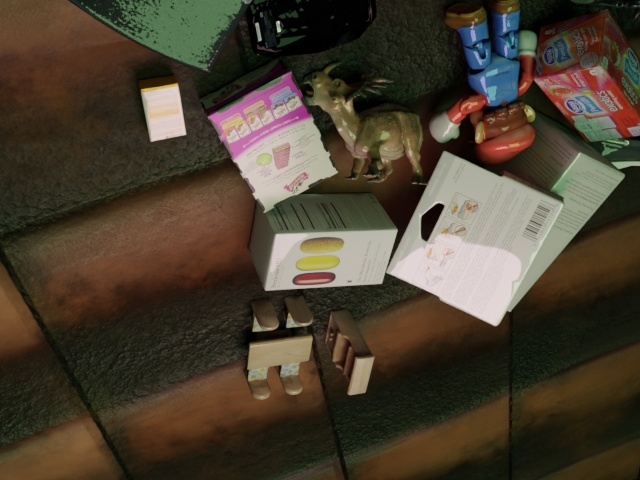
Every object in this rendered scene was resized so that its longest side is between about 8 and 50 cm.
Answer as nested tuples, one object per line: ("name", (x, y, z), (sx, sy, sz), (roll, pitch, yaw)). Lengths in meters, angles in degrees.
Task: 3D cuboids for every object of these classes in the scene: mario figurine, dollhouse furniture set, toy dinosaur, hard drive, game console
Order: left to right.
("hard drive", (-0.237, -0.362, 1.138), (0.255, 0.054, 0.172), (25, 114, -25))
("game console", (-0.025, -0.456, 1.188), (0.213, 0.044, 0.361), (-18, 131, -12))
("dollhouse furniture set", (-0.032, 0.247, 1.653), (0.242, 0.161, 0.212), (-5, 128, -20))
("toy dinosaur", (0.114, -0.206, 1.401), (0.296, 0.127, 0.200), (3, 91, -44))
("mario figurine", (0.301, -0.290, 1.433), (0.198, 0.170, 0.320), (0, 123, 21))

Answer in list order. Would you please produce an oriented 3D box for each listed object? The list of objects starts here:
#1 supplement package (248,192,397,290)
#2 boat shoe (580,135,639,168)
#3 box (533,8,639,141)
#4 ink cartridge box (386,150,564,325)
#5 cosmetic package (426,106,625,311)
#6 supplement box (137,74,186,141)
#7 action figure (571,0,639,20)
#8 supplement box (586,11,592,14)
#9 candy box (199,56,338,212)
("supplement package", (0.000, 0.000, 1.492), (0.244, 0.133, 0.139), (-3, 126, -21))
("boat shoe", (0.687, -0.215, 1.633), (0.303, 0.114, 0.091), (-10, 135, -17))
("box", (0.514, -0.297, 1.442), (0.128, 0.122, 0.257), (-5, 155, 41))
("ink cartridge box", (0.288, -0.007, 1.469), (0.239, 0.060, 0.275), (26, 111, 7))
("cosmetic package", (0.403, -0.059, 1.580), (0.155, 0.197, 0.365), (17, 119, -33))
("supplement box", (-0.260, -0.218, 1.276), (0.062, 0.036, 0.098), (-13, 130, -14))
("action figure", (0.516, -0.478, 1.344), (0.276, 0.141, 0.164), (-11, 126, -50))
("supplement box", (0.526, -0.386, 1.476), (0.083, 0.043, 0.055), (24, 115, -35))
("candy box", (-0.086, -0.181, 1.356), (0.159, 0.071, 0.233), (-28, 131, -1))
